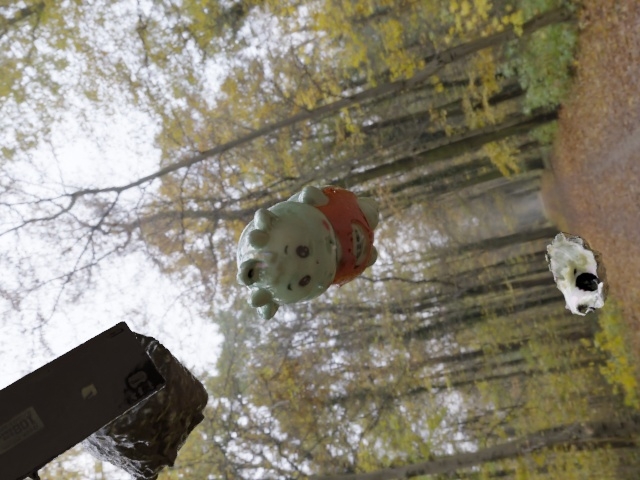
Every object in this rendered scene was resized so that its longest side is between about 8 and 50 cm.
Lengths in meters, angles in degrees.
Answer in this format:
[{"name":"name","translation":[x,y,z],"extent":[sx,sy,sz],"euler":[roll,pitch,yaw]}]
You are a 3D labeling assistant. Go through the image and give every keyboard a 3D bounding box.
[{"name":"keyboard","translation":[-0.315,0.203,0.621],"extent":[0.317,0.027,0.106],"euler":[-30,-97,-37]}]

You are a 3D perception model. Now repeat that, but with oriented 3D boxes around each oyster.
[{"name":"oyster","translation":[0.434,0.055,0.973],"extent":[0.133,0.072,0.209],"euler":[56,173,49]}]

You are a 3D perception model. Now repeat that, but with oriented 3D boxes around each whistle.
[{"name":"whistle","translation":[-0.002,0.001,0.595],"extent":[0.105,0.102,0.253],"euler":[39,-151,16]}]

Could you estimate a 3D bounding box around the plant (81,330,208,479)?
[{"name":"plant","translation":[-0.336,0.339,1.143],"extent":[0.215,0.213,0.312],"euler":[-58,-30,-38]}]
